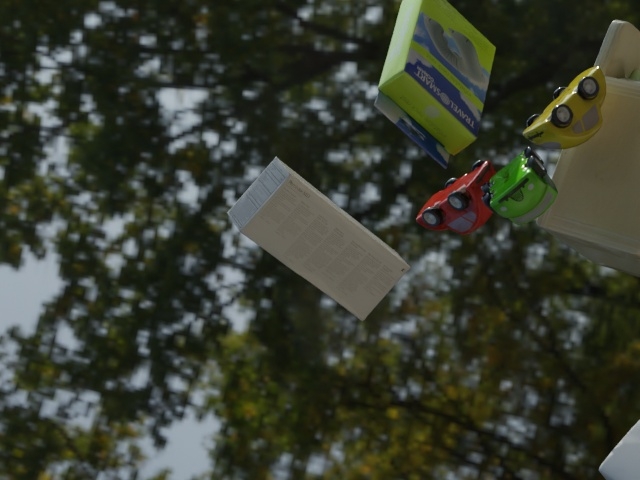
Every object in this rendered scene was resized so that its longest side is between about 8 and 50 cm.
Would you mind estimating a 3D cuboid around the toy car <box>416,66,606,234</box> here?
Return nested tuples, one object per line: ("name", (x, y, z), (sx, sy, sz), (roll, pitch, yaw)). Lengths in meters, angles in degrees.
("toy car", (0.191, -0.059, 1.405), (0.053, 0.239, 0.225), (47, -164, -8))

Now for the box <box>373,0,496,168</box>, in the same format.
("box", (0.117, -0.168, 1.489), (0.109, 0.042, 0.178), (39, -139, -21))

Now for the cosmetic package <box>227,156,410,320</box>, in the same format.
("cosmetic package", (0.000, 0.000, 1.893), (0.099, 0.060, 0.239), (-47, -55, 7))

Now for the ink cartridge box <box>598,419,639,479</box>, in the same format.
("ink cartridge box", (0.548, 0.380, 1.954), (0.131, 0.306, 0.226), (-46, -59, -9))

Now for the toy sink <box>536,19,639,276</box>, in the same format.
("toy sink", (0.346, -0.087, 1.520), (0.153, 0.131, 0.234), (28, -98, -53))
